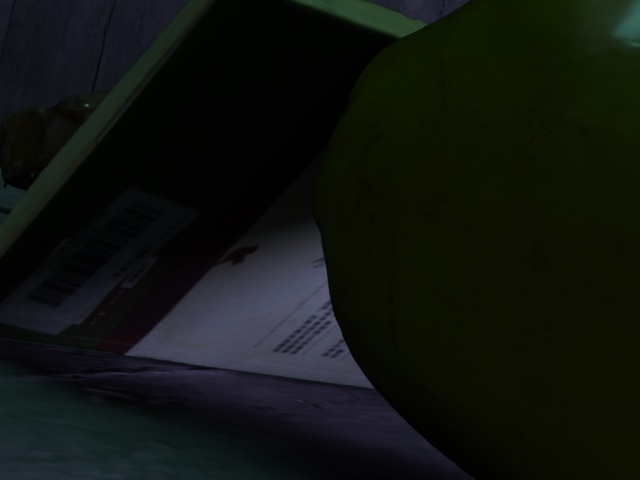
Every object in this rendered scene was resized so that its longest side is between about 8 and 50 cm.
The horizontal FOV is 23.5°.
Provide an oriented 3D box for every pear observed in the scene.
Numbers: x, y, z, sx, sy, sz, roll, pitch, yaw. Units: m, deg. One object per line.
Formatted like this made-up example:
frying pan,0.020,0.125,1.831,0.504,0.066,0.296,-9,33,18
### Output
pear,0.130,0.001,0.494,0.269,0.212,0.212,5,0,14

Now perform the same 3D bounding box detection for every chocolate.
chocolate,-0.182,-0.088,1.444,0.214,0.093,0.148,-10,-19,18

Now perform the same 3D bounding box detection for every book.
book,0.015,-0.007,0.630,0.289,0.201,0.026,13,42,-43
